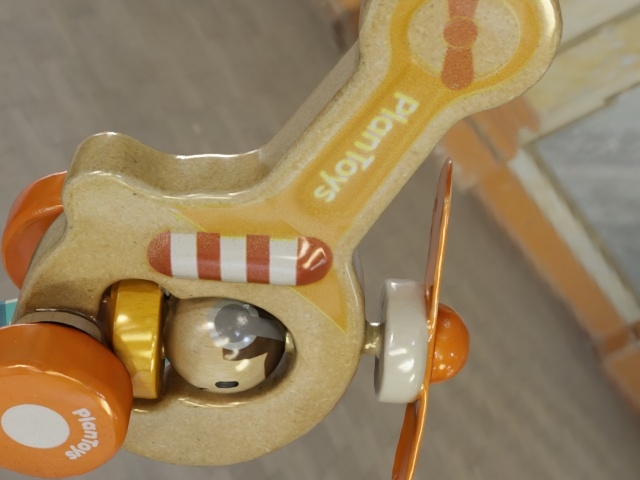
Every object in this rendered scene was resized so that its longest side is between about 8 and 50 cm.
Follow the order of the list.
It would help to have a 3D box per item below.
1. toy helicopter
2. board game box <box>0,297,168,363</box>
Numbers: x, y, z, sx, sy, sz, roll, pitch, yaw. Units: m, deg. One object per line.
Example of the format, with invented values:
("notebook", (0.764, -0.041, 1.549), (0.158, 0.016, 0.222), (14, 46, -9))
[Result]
("toy helicopter", (0.000, 0.000, 0.726), (0.235, 0.355, 0.140), (27, 39, -18))
("board game box", (-0.216, 0.115, 1.323), (0.336, 0.254, 0.079), (22, 59, -66))
